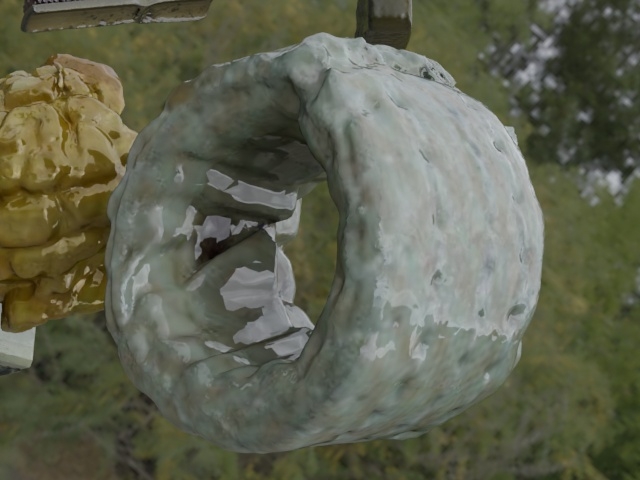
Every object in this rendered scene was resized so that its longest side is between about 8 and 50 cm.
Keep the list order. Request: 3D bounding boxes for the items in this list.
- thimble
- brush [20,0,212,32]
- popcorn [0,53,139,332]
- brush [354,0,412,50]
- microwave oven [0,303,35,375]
[{"bbox_3d":[0.000,0.000,0.940,0.291,0.291,0.195,39,22,34],"label":"thimble"},{"bbox_3d":[-0.220,-0.260,1.482,0.248,0.043,0.036,-14,69,-41],"label":"brush"},{"bbox_3d":[-0.234,-0.036,1.142,0.190,0.250,0.250,11,-1,-4],"label":"popcorn"},{"bbox_3d":[0.075,-0.290,1.628,0.059,0.123,0.197,1,-7,-2],"label":"brush"},{"bbox_3d":[-0.416,0.050,1.269,0.194,0.145,0.240,-17,-27,35],"label":"microwave oven"}]
